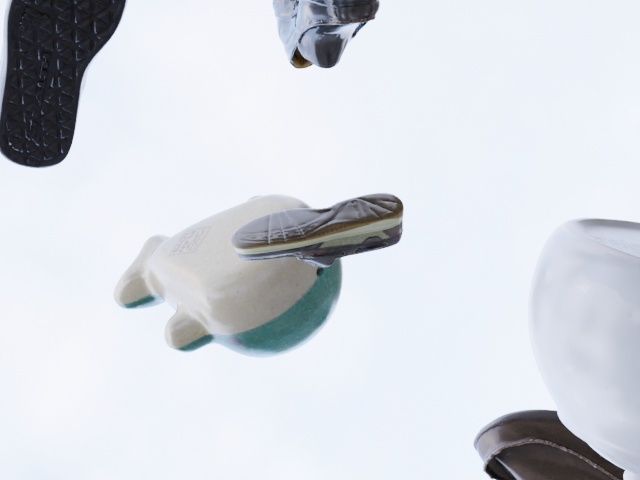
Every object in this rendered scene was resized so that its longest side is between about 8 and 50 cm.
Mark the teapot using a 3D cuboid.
[{"bbox_3d":[0.261,0.099,0.962,0.256,0.253,0.187,-2,-73,-52],"label":"teapot"}]

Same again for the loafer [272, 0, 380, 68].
[{"bbox_3d":[0.007,-0.159,0.978,0.062,0.170,0.061,-7,-81,-11],"label":"loafer"}]

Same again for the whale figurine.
[{"bbox_3d":[-0.095,0.048,1.421,0.141,0.272,0.216,55,-132,-32],"label":"whale figurine"}]

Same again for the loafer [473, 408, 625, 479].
[{"bbox_3d":[0.373,0.341,1.748,0.366,0.133,0.130,23,-136,-5],"label":"loafer"}]

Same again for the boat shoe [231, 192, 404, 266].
[{"bbox_3d":[0.000,0.000,1.146,0.152,0.056,0.049,-10,-56,0],"label":"boat shoe"}]

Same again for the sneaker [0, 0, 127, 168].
[{"bbox_3d":[-0.213,-0.164,1.034,0.084,0.097,0.234,15,-53,-20],"label":"sneaker"}]
